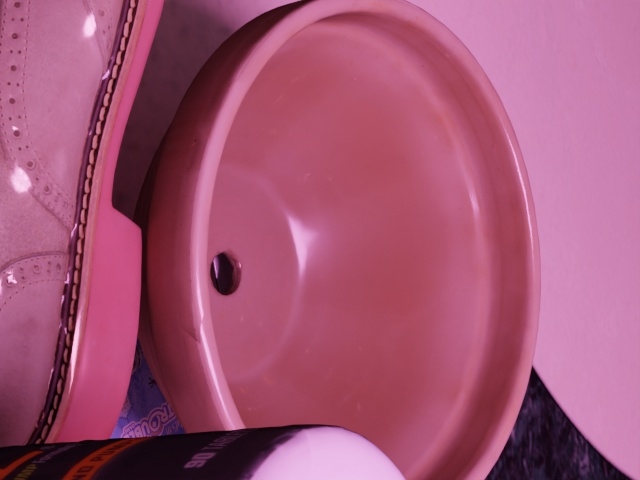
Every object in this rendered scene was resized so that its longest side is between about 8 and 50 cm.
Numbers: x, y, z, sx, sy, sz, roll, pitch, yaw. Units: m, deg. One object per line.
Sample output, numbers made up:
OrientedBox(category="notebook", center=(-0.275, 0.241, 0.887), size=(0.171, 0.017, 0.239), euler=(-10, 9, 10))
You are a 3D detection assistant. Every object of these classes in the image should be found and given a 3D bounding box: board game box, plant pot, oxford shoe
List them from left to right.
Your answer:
OrientedBox(category="oxford shoe", center=(-0.140, -0.081, 0.596), size=(0.130, 0.123, 0.348), euler=(9, 74, -50))
OrientedBox(category="board game box", center=(-0.084, 0.056, 0.739), size=(0.090, 0.020, 0.090), euler=(-35, 113, -54))
OrientedBox(category="plant pot", center=(-0.010, 0.013, 0.714), size=(0.237, 0.110, 0.237), euler=(5, 84, -50))

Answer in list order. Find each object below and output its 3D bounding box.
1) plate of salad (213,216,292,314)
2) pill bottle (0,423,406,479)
OrientedBox(category="plate of salad", center=(0.000, 0.000, 0.854), size=(0.200, 0.048, 0.200), euler=(11, 77, -53))
OrientedBox(category="pill bottle", center=(-0.093, 0.130, 0.500), size=(0.130, 0.246, 0.130), euler=(22, 64, -55))
